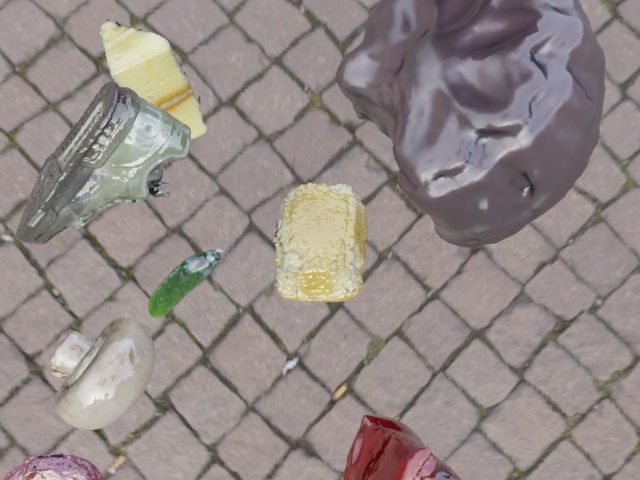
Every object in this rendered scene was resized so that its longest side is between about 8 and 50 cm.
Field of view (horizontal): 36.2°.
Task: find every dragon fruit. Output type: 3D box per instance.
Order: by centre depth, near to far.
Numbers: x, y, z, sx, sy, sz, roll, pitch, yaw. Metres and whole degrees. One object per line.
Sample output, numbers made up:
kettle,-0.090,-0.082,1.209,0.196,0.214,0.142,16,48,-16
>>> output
dragon fruit,0.117,0.327,1.021,0.240,0.330,0.302,16,96,-1

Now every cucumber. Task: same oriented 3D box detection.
cucumber,-0.170,0.047,1.213,0.155,0.037,0.037,-40,77,32

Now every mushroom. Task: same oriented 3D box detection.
mushroom,-0.409,0.240,1.821,0.178,0.226,0.226,45,78,-9

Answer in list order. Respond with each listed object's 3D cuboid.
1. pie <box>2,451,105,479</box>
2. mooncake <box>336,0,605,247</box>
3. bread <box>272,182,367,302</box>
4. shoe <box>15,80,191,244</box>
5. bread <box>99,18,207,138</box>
pie,-0.333,0.331,1.220,0.154,0.038,0.153,-2,118,-3
mooncake,0.205,-0.212,1.347,0.350,0.212,0.381,-45,50,7
bread,0.000,0.000,1.807,0.174,0.121,0.245,1,48,1
shoe,-0.275,-0.071,1.265,0.149,0.293,0.109,23,41,-28
bread,-0.331,-0.288,1.899,0.178,0.266,0.141,7,58,22
